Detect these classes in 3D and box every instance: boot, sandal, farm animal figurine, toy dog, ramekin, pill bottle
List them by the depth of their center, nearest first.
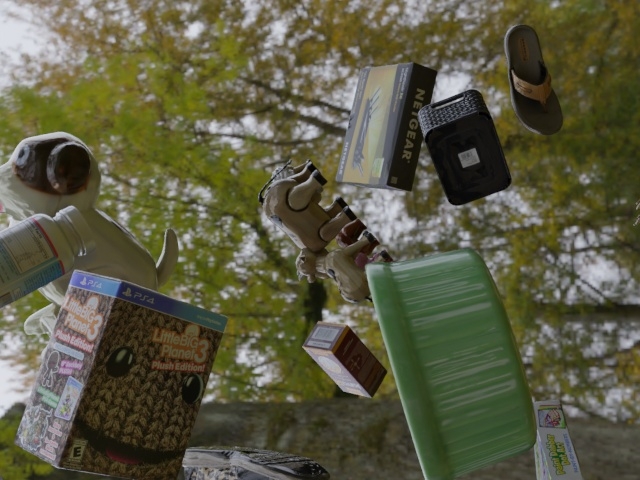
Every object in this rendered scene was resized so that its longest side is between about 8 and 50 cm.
[{"bbox_3d":[-0.373,0.020,1.086,0.160,0.087,0.087,-31,-66,-26],"label":"pill bottle"},{"bbox_3d":[0.169,0.157,1.113,0.303,0.148,0.303,-16,-90,-87],"label":"ramekin"},{"bbox_3d":[0.401,-0.304,1.599,0.060,0.090,0.219,135,125,-86],"label":"sandal"},{"bbox_3d":[0.000,0.000,1.675,0.326,0.172,0.330,50,-177,-6],"label":"farm animal figurine"},{"bbox_3d":[-0.141,0.560,1.677,0.138,0.378,0.284,12,-102,-51],"label":"boot"},{"bbox_3d":[-0.499,-0.014,1.710,0.396,0.284,0.407,-22,-67,-13],"label":"toy dog"}]

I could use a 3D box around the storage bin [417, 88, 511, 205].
[{"bbox_3d":[0.262,-0.166,1.546,0.084,0.122,0.180,-96,-18,-51],"label":"storage bin"}]

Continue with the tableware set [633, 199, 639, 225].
[{"bbox_3d":[0.767,-0.104,1.941,0.141,0.020,0.168,-44,-22,-4],"label":"tableware set"}]

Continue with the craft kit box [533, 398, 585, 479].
[{"bbox_3d":[0.388,0.428,1.359,0.246,0.061,0.249,-78,-21,-62],"label":"craft kit box"}]

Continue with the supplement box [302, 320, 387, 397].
[{"bbox_3d":[0.059,0.282,2.026,0.188,0.104,0.080,51,-121,-31],"label":"supplement box"}]

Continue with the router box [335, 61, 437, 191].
[{"bbox_3d":[0.162,-0.283,2.153,0.081,0.243,0.308,13,-91,-30],"label":"router box"}]

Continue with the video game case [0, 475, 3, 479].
[{"bbox_3d":[-0.562,0.395,1.376,0.022,0.190,0.173,-8,-47,-43],"label":"video game case"}]

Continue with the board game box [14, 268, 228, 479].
[{"bbox_3d":[-0.316,0.223,1.382,0.232,0.141,0.290,25,-103,-45],"label":"board game box"}]
